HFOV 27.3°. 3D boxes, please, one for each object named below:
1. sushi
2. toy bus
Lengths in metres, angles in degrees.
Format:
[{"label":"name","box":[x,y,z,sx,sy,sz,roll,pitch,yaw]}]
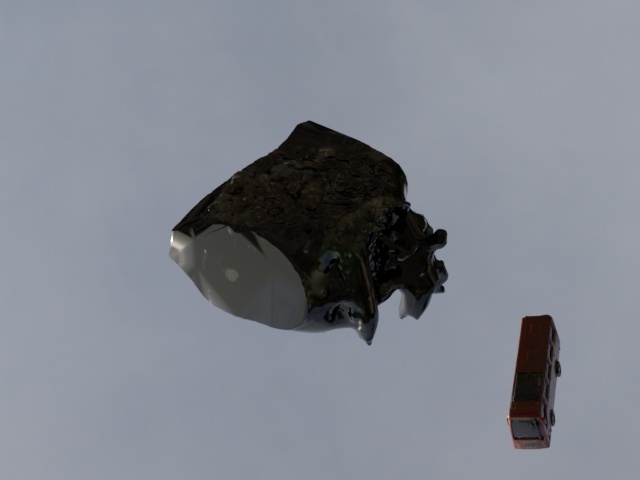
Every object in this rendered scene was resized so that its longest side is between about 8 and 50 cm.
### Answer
[{"label":"sushi","box":[0.000,0.000,0.506,0.084,0.056,0.083,25,-152,30]},{"label":"toy bus","box":[0.164,0.107,1.010,0.031,0.043,0.110,-4,-139,19]}]
